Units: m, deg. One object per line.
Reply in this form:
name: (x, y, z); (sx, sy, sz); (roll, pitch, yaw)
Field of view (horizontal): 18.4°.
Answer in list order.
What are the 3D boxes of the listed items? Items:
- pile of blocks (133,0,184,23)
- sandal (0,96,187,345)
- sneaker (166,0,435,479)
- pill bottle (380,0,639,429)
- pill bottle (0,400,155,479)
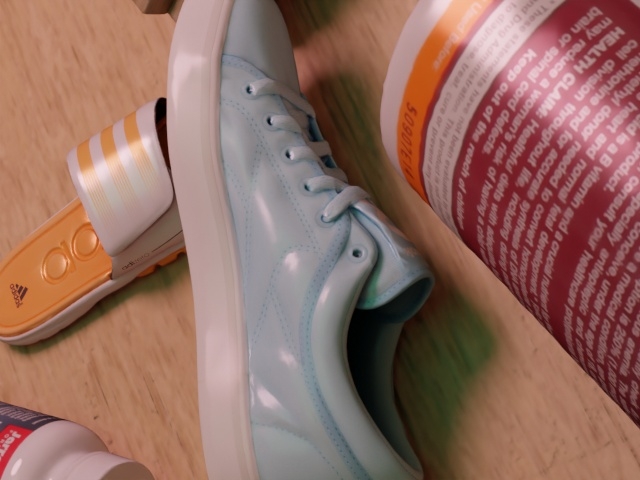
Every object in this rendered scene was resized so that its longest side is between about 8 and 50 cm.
pile of blocks: (0.005, -0.268, 1.305); (0.362, 0.149, 0.112); (-47, 56, 13)
sandal: (-0.155, -0.016, 1.383); (0.265, 0.076, 0.102); (-39, 59, 18)
sneaker: (0.000, 0.000, 1.253); (0.150, 0.135, 0.366); (-10, 81, 18)
pill bottle: (0.226, 0.001, 1.034); (0.224, 0.224, 0.392); (-49, 55, 12)
pill bottle: (-0.202, 0.168, 1.343); (0.180, 0.108, 0.108); (10, 82, 35)
